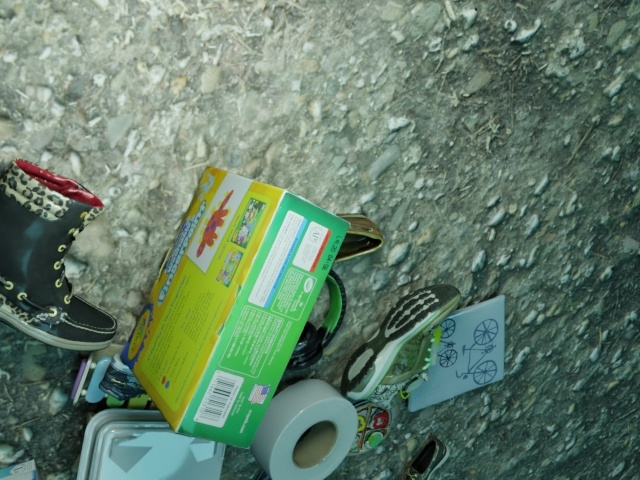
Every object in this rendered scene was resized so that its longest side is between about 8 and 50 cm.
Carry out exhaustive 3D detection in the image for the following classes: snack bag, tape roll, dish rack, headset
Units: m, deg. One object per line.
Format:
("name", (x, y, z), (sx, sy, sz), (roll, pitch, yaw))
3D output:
("snack bag", (0.391, 0.336, 1.974), (0.342, 0.037, 0.323), (-17, 121, -15))
("tape roll", (-0.040, 0.512, 1.780), (0.286, 0.100, 0.286), (-19, 123, -32))
("dish rack", (-0.369, 0.530, 1.521), (0.332, 0.072, 0.286), (10, 90, -31))
("headset", (-0.082, 0.230, 1.588), (0.394, 0.185, 0.243), (-49, 126, -10))

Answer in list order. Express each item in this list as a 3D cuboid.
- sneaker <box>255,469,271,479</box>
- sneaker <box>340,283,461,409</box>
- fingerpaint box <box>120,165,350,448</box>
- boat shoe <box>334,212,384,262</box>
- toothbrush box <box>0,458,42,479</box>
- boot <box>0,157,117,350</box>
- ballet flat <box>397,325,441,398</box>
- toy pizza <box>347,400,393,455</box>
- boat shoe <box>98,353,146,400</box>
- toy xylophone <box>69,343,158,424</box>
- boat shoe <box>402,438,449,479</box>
("sneaker", (-0.158, 0.690, 1.870), (0.053, 0.059, 0.144), (16, 108, -35))
("sneaker", (0.238, 0.287, 1.784), (0.182, 0.158, 0.410), (38, 103, -21))
("fingerpaint box", (-0.179, 0.106, 1.303), (0.163, 0.371, 0.445), (25, 88, -33))
("boat shoe", (0.000, 0.000, 1.556), (0.307, 0.104, 0.111), (-13, 121, -20))
("toothbrush box", (-0.745, 0.630, 1.447), (0.295, 0.216, 0.126), (-15, 121, -18))
("boot", (-0.510, 0.038, 1.307), (0.377, 0.138, 0.284), (32, 98, -30))
("ballet flat", (0.275, 0.339, 1.858), (0.077, 0.077, 0.231), (26, 103, -31))
("toy pizza", (0.126, 0.549, 1.955), (0.201, 0.032, 0.201), (-12, 120, -21))
("boat shoe", (-0.381, 0.310, 1.456), (0.183, 0.065, 0.083), (28, 100, -27))
("toy xylophone", (-0.407, 0.340, 1.546), (0.322, 0.081, 0.236), (5, 114, -28))
("boat shoe", (0.308, 0.717, 2.111), (0.068, 0.081, 0.228), (38, 88, -33))
